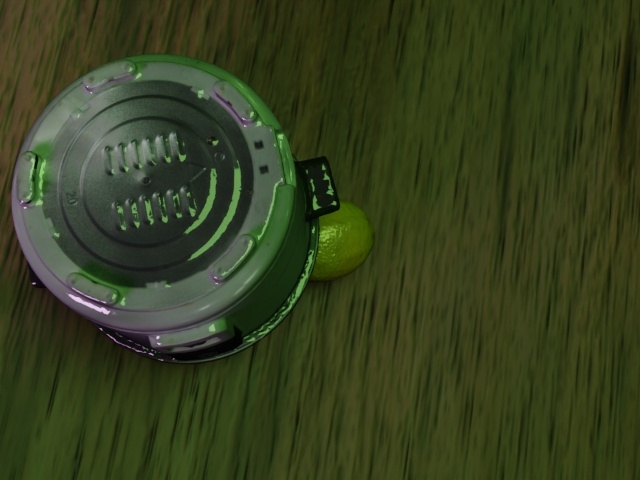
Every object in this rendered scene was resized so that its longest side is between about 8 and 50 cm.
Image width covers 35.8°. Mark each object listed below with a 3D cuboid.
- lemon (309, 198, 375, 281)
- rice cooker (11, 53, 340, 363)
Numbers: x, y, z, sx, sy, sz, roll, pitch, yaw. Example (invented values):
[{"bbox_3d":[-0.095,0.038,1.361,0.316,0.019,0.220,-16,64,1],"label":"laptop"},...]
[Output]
[{"bbox_3d":[0.000,0.000,0.963,0.110,0.082,0.082,-13,81,-23],"label":"lemon"},{"bbox_3d":[-0.124,-0.020,0.849,0.280,0.227,0.241,-17,77,-1],"label":"rice cooker"}]
